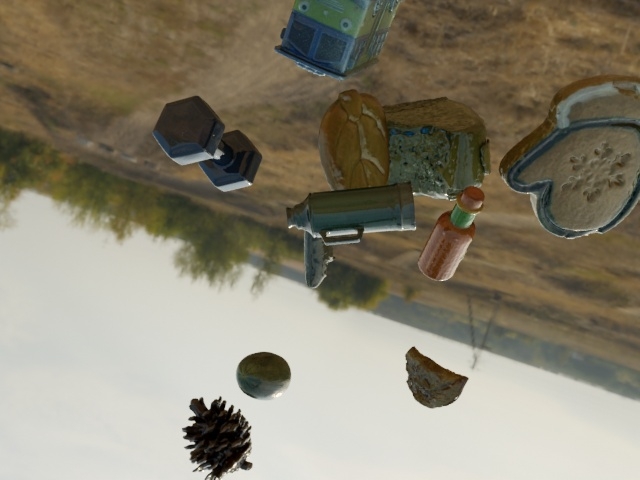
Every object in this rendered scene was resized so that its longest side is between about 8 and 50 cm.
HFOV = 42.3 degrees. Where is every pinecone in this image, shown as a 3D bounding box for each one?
[{"bbox_3d":[-0.256,0.486,2.055,0.169,0.212,0.185,-8,152,-36],"label":"pinecone"}]

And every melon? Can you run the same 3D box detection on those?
[{"bbox_3d":[-0.129,0.315,1.918,0.114,0.114,0.167,17,176,28],"label":"melon"}]

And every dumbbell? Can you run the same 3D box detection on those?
[{"bbox_3d":[-0.263,-0.226,1.984,0.160,0.144,0.325,-10,167,15],"label":"dumbbell"}]

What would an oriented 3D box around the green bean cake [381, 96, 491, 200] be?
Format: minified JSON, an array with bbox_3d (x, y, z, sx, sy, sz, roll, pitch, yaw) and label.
[{"bbox_3d":[0.201,-0.179,1.804,0.310,0.202,0.285,-4,-158,3],"label":"green bean cake"}]

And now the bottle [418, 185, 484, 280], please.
[{"bbox_3d":[0.218,-0.014,1.345,0.069,0.069,0.187,18,138,-1],"label":"bottle"}]

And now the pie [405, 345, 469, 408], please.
[{"bbox_3d":[0.199,0.254,1.501,0.034,0.092,0.170,18,-173,-33],"label":"pie"}]

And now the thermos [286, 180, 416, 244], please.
[{"bbox_3d":[0.045,-0.037,1.220,0.188,0.083,0.073,-5,179,5],"label":"thermos"}]

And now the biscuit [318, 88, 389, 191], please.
[{"bbox_3d":[0.077,-0.168,1.626,0.041,0.260,0.203,3,-159,39],"label":"biscuit"}]

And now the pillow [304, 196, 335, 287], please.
[{"bbox_3d":[0.000,-0.001,2.071,0.093,0.241,0.051,-14,-161,-40],"label":"pillow"}]

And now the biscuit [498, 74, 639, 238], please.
[{"bbox_3d":[0.478,-0.144,1.527,0.287,0.343,0.057,-2,-143,-6],"label":"biscuit"}]

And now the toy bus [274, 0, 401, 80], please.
[{"bbox_3d":[0.046,-0.435,1.626,0.152,0.190,0.312,26,-156,8],"label":"toy bus"}]
